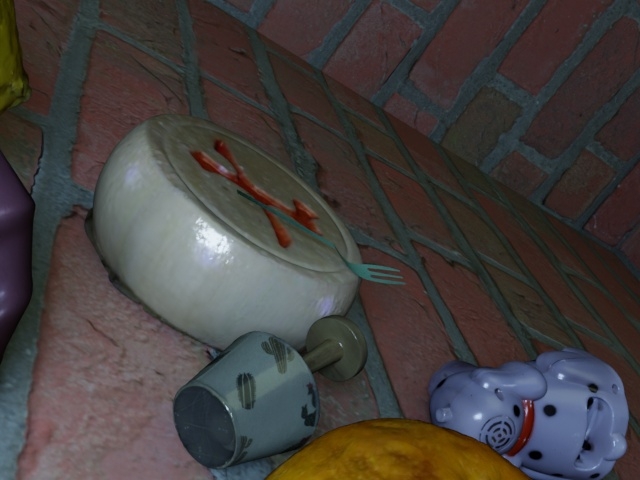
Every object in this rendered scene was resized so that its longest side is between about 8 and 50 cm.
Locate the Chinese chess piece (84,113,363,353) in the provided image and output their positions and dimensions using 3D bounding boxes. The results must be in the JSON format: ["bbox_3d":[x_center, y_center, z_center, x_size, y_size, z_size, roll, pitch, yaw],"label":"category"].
[{"bbox_3d":[-0.108,-0.007,0.975,0.338,0.140,0.338,32,21,-14],"label":"Chinese chess piece"}]

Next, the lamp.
[{"bbox_3d":[-0.039,0.141,0.789,0.121,0.121,0.214,44,33,18],"label":"lamp"}]

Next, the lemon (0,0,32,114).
[{"bbox_3d":[-0.415,-0.199,0.735,0.310,0.253,0.253,30,21,-23],"label":"lemon"}]

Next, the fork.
[{"bbox_3d":[-0.001,0.002,0.916,0.235,0.021,0.039,27,19,-26],"label":"fork"}]

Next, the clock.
[{"bbox_3d":[0.246,0.227,1.055,0.253,0.189,0.189,8,31,-25],"label":"clock"}]

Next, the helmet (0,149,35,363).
[{"bbox_3d":[-0.345,-0.029,0.561,0.338,0.197,0.271,42,23,10],"label":"helmet"}]

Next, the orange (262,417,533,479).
[{"bbox_3d":[0.055,0.253,0.550,0.261,0.261,0.261,32,21,-14],"label":"orange"}]
